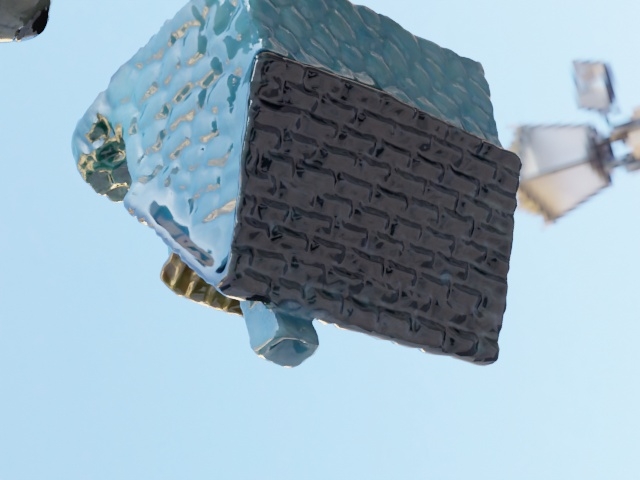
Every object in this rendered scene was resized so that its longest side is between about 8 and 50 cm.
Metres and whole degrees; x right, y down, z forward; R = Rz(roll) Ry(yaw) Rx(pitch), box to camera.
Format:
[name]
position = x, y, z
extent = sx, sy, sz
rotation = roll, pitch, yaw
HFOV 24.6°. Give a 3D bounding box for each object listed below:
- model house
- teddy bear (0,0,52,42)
[model house]
position = 0.000, 0.000, 0.957
extent = 0.261, 0.226, 0.241
rotation = 17, -137, -37
[teddy bear]
position = -0.207, -0.182, 0.793
extent = 0.251, 0.171, 0.144
rotation = -11, -114, -30
